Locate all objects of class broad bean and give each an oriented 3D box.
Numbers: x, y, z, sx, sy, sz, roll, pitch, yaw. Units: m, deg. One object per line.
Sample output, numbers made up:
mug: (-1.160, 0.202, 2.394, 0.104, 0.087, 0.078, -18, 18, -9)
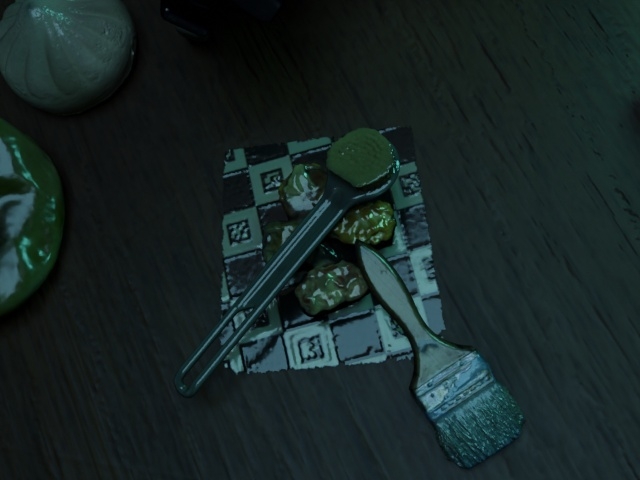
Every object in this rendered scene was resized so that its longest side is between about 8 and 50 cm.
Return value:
broad bean: (-0.312, -0.026, 0.728, 0.153, 0.072, 0.207, -23, 82, 5)

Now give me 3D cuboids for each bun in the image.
bun: (-0.251, -0.195, 0.751, 0.138, 0.094, 0.138, -4, 72, 13)

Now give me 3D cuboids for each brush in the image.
brush: (0.081, 0.081, 0.620, 0.070, 0.021, 0.196, -33, 81, 1)
brush: (-0.031, 0.018, 0.636, 0.062, 0.027, 0.266, 37, 86, 27)

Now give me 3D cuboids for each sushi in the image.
sushi: (0.000, 0.000, 0.669, 0.192, 0.040, 0.210, -7, 72, 8)

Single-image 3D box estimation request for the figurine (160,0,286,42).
figurine: (-0.081, -0.299, 0.666, 0.143, 0.308, 0.309, 3, 73, -2)
